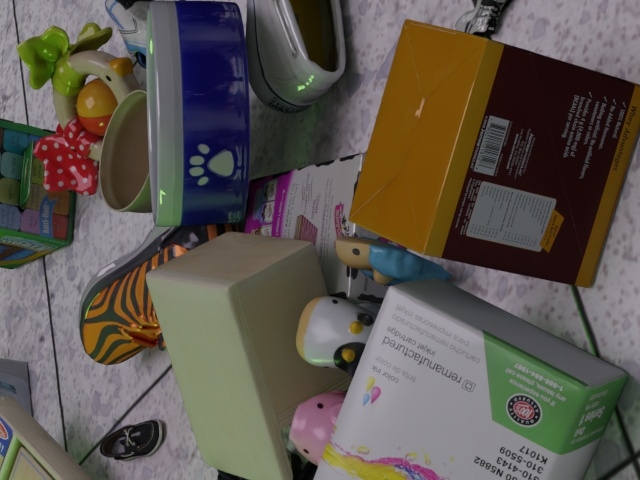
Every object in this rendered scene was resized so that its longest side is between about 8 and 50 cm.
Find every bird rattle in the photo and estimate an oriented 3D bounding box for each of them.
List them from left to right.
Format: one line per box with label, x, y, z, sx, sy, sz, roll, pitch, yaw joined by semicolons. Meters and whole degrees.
bird rattle;-0.336;-0.183;2.204;0.207;0.143;0.254;8;107;39

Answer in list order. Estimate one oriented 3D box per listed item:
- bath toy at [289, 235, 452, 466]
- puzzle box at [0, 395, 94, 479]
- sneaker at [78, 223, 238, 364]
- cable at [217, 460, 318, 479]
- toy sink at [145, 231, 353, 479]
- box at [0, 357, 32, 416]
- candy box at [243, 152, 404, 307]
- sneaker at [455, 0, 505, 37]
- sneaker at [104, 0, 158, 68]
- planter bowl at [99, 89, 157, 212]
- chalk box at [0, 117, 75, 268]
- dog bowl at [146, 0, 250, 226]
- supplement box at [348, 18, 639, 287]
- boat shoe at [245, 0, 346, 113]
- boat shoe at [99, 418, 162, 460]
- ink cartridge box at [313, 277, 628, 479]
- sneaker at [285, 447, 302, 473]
bath toy;0.036;0.175;1.529;0.129;0.151;0.348;-157;78;-72
puzzle box;-0.379;0.428;2.090;0.409;0.052;0.272;35;110;40
sneaker;-0.205;0.101;1.945;0.321;0.124;0.180;-49;42;37
cable;-0.047;0.236;1.692;0.184;0.047;0.151;-3;55;43
toy sink;-0.064;0.122;1.644;0.152;0.131;0.234;6;117;51
box;-0.557;0.342;2.403;0.262;0.126;0.231;-47;45;39
candy box;0.000;0.000;1.714;0.233;0.071;0.159;-9;72;56
sneaker;0.173;-0.229;1.567;0.083;0.032;0.037;-50;56;44
sneaker;-0.254;-0.296;2.187;0.237;0.085;0.086;44;124;56
planter bowl;-0.207;-0.108;2.028;0.162;0.109;0.162;-23;62;53
chalk box;-0.490;-0.078;2.390;0.289;0.179;0.180;-17;66;53
dog bowl;-0.147;-0.149;1.808;0.265;0.104;0.265;178;90;-82
supplement box;0.160;-0.077;1.380;0.129;0.194;0.191;26;102;57
boat shoe;-0.023;-0.344;1.800;0.156;0.135;0.367;-26;62;51
boat shoe;-0.251;0.264;2.043;0.125;0.038;0.046;-26;59;51
ink cartridge box;0.116;0.201;1.360;0.201;0.117;0.278;27;105;24
sneaker;-0.055;0.284;1.743;0.044;0.040;0.109;32;99;60
